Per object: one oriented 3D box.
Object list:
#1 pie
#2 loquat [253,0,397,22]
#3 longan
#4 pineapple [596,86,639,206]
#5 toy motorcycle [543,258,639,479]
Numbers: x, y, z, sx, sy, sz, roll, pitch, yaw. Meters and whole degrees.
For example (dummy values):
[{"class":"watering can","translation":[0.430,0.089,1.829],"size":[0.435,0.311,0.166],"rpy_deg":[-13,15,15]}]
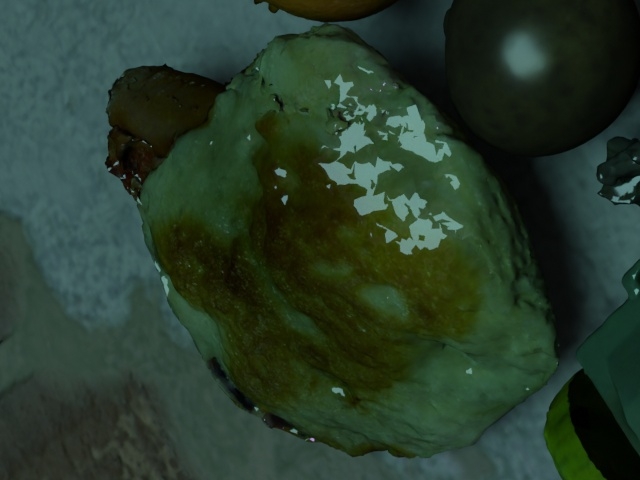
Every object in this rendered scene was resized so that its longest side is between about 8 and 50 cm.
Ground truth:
[{"class":"pie","translation":[0.005,0.008,0.934],"size":[0.274,0.105,0.257],"rpy_deg":[-6,110,49]},{"class":"loquat","translation":[0.002,-0.181,0.880],"size":[0.141,0.141,0.141],"rpy_deg":[9,105,36]},{"class":"longan","translation":[0.104,-0.095,0.842],"size":[0.119,0.106,0.106],"rpy_deg":[12,108,50]},{"class":"pineapple","translation":[0.197,-0.075,0.777],"size":[0.108,0.108,0.198],"rpy_deg":[58,137,13]},{"class":"toy motorcycle","translation":[0.266,0.127,0.714],"size":[0.191,0.200,0.326],"rpy_deg":[-49,59,34]}]
